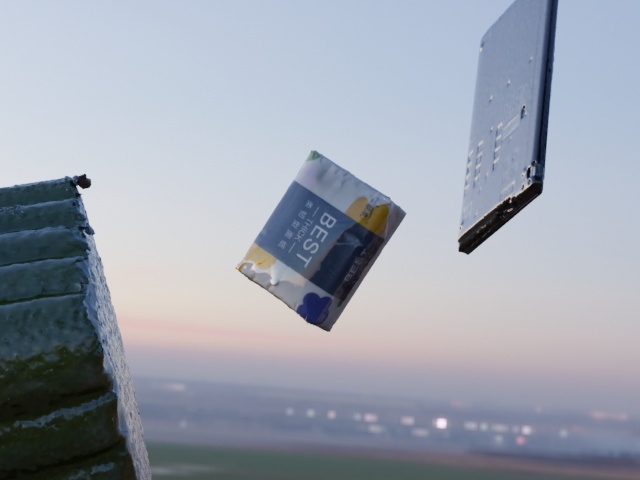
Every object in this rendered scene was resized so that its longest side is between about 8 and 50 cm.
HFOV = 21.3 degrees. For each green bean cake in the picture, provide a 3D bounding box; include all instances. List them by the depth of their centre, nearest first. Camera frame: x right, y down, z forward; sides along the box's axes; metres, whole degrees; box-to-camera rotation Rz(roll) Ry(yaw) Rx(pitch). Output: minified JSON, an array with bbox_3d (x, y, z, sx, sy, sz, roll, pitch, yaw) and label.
[{"bbox_3d":[-0.198,0.110,1.118,0.156,0.249,0.247,-11,29,-5],"label":"green bean cake"}]

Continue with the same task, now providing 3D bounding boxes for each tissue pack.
[{"bbox_3d":[0.000,0.000,0.954,0.062,0.083,0.042,35,2,24],"label":"tissue pack"}]

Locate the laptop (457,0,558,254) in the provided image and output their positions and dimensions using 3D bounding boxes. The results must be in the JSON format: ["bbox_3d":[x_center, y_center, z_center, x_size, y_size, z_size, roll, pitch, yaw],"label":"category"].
[{"bbox_3d":[0.130,-0.092,1.173,0.016,0.180,0.129,16,-26,-15],"label":"laptop"}]
